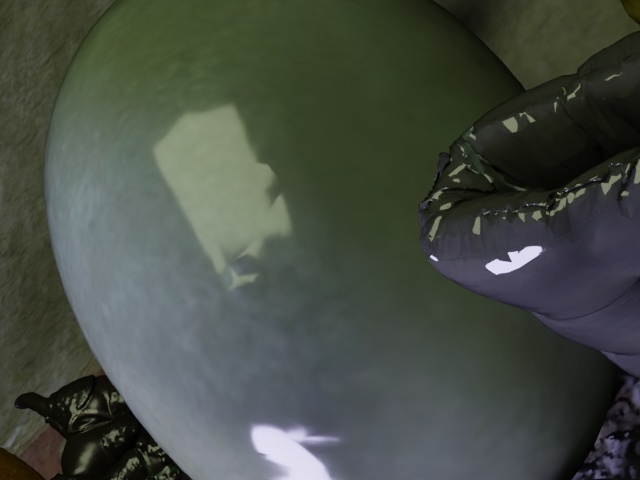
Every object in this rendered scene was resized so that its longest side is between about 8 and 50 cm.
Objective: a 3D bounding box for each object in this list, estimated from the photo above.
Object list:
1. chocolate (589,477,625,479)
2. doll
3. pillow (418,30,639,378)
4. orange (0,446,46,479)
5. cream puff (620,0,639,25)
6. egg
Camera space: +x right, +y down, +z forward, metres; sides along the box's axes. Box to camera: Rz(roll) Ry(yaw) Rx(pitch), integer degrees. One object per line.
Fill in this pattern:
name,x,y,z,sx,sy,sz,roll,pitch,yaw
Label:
chocolate,0.115,0.165,0.663,0.125,0.080,0.148,-9,57,49
doll,-0.158,0.153,1.056,0.165,0.057,0.139,-20,45,31
pillow,0.222,-0.033,0.555,0.326,0.228,0.101,-25,50,38
orange,-0.250,0.250,0.903,0.274,0.274,0.274,-33,40,32
cream puff,0.232,-0.251,0.651,0.378,0.275,0.378,-37,26,21
egg,0.000,0.000,0.765,0.258,0.258,0.352,-47,66,15
